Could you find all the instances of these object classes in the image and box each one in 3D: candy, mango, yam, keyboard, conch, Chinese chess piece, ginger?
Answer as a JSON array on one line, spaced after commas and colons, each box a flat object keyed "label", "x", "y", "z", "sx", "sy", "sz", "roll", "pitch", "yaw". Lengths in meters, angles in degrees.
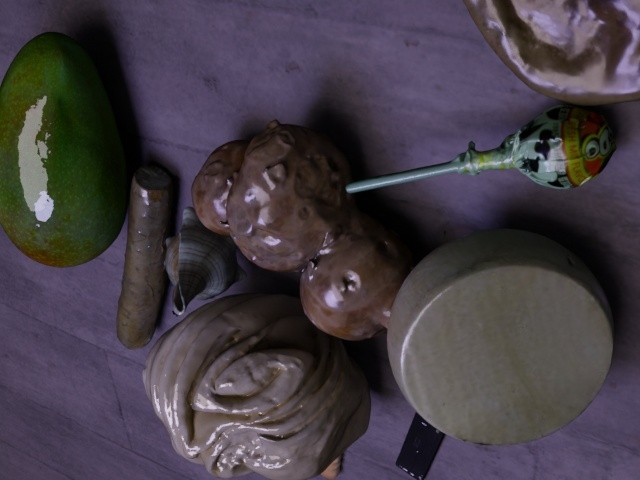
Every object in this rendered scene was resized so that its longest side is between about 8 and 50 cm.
[{"label": "candy", "x": 0.160, "y": -0.082, "z": 0.972, "sx": 0.305, "sy": 0.091, "sz": 0.083, "roll": -9, "pitch": 104, "yaw": 34}, {"label": "mango", "x": -0.382, "y": -0.123, "z": 1.323, "sx": 0.201, "sy": 0.225, "sz": 0.382, "roll": 5, "pitch": 128, "yaw": -7}, {"label": "yam", "x": -0.283, "y": 0.039, "z": 1.453, "sx": 0.083, "sy": 0.083, "sz": 0.372, "roll": 33, "pitch": 136, "yaw": 16}, {"label": "keyboard", "x": 0.149, "y": 0.301, "z": 1.339, "sx": 0.053, "sy": 0.010, "sz": 0.155, "roll": 32, "pitch": 135, "yaw": 19}, {"label": "conch", "x": -0.158, "y": 0.020, "z": 1.262, "sx": 0.234, "sy": 0.114, "sz": 0.137, "roll": -165, "pitch": 73, "yaw": -77}, {"label": "Chinese chess piece", "x": 0.199, "y": 0.108, "z": 1.013, "sx": 0.250, "sy": 0.101, "sz": 0.250, "roll": -1, "pitch": 114, "yaw": -1}, {"label": "ginger", "x": 0.000, "y": 0.000, "z": 1.138, "sx": 0.375, "sy": 0.176, "sz": 0.256, "roll": 43, "pitch": 155, "yaw": 3}]

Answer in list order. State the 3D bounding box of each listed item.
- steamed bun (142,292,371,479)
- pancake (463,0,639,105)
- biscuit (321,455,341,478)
[{"label": "steamed bun", "x": -0.088, "y": 0.180, "z": 1.251, "sx": 0.289, "sy": 0.276, "sz": 0.203, "roll": 34, "pitch": 138, "yaw": 26}, {"label": "pancake", "x": 0.242, "y": -0.256, "z": 0.833, "sx": 0.294, "sy": 0.049, "sz": 0.295, "roll": 22, "pitch": 132, "yaw": 28}, {"label": "biscuit", "x": -0.072, "y": 0.291, "z": 1.497, "sx": 0.249, "sy": 0.030, "sz": 0.160, "roll": 25, "pitch": 132, "yaw": 24}]
